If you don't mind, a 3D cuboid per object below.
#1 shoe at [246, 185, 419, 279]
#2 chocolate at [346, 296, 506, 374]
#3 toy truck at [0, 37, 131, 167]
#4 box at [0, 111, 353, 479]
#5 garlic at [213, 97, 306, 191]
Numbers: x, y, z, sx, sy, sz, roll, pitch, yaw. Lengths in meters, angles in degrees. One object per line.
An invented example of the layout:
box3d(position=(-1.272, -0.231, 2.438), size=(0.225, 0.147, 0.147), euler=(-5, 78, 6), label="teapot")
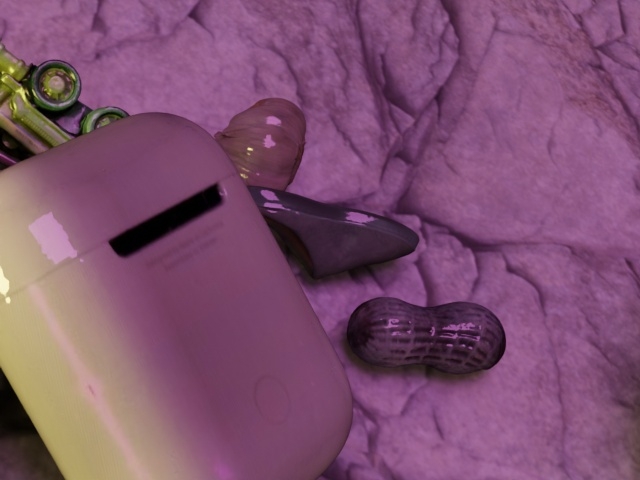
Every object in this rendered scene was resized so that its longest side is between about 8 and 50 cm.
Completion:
box3d(position=(0.000, 0.000, 1.394), size=(0.195, 0.079, 0.078), euler=(18, 85, -23), label="shoe")
box3d(position=(0.105, 0.092, 1.365), size=(0.167, 0.072, 0.072), euler=(6, 54, -19), label="chocolate")
box3d(position=(-0.298, -0.121, 1.274), size=(0.259, 0.128, 0.135), euler=(44, 72, -12), label="toy truck")
box3d(position=(-0.126, 0.076, 1.152), size=(0.288, 0.141, 0.349), euler=(-33, 95, -51), label="box")
box3d(position=(-0.057, -0.095, 1.423), size=(0.094, 0.074, 0.113), euler=(25, 64, -19), label="garlic")
